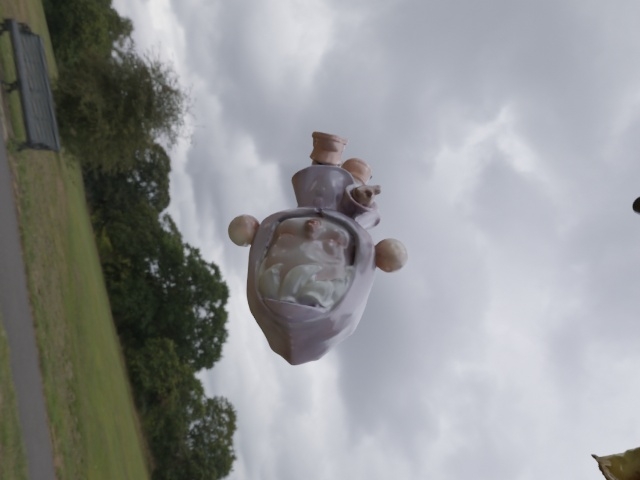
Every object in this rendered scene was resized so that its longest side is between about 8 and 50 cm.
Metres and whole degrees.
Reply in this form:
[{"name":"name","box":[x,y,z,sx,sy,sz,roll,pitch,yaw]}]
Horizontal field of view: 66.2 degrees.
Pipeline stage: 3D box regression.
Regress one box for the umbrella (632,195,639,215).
[{"name":"umbrella","box":[0.642,-0.006,0.813,0.067,0.073,0.337,55,8,-22]}]

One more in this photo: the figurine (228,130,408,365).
[{"name":"figurine","box":[0.000,0.001,0.563,0.133,0.200,0.275,87,17,-57]}]

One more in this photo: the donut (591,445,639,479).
[{"name":"donut","box":[0.329,0.219,0.298,0.112,0.295,0.151,-54,-163,23]}]
